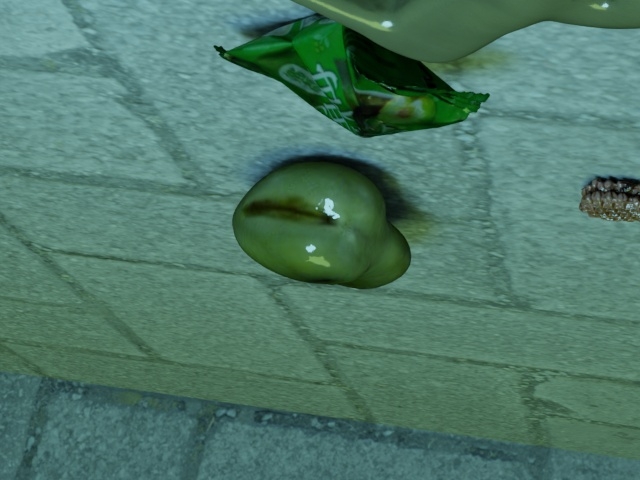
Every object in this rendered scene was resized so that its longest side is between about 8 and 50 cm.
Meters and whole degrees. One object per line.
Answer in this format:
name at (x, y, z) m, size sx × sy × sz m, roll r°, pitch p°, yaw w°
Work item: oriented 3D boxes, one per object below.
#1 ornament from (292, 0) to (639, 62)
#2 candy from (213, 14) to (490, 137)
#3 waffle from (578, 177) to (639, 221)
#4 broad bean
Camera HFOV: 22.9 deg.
ornament at (0.119, -0.179, 1.086) m, size 0.245 × 0.061 × 0.230 m, roll 20°, pitch 159°, yaw -28°
candy at (0.025, -0.134, 1.279) m, size 0.141 × 0.078 × 0.203 m, roll 37°, pitch 162°, yaw -36°
waffle at (0.289, -0.037, 1.527) m, size 0.075 × 0.029 × 0.083 m, roll 13°, pitch 166°, yaw -7°
broad bean at (0.000, 0.000, 1.670) m, size 0.189 × 0.121 × 0.263 m, roll 10°, pitch 166°, yaw 12°
